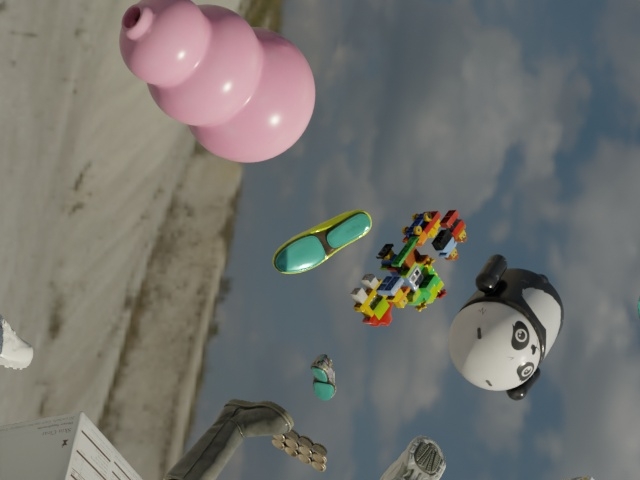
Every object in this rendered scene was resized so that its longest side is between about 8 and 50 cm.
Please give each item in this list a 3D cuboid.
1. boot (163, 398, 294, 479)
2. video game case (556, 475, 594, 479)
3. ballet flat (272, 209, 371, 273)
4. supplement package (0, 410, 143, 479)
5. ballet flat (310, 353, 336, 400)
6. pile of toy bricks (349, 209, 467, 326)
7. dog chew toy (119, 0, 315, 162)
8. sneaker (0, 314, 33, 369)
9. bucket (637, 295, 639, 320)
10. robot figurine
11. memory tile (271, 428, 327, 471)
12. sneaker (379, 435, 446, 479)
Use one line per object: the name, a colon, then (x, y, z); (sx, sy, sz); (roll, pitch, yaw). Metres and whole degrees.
boot: (-0.171, 0.388, 2.102); (0.190, 0.208, 0.076); (-6, -61, 43)
video game case: (0.358, 0.508, 1.956); (0.206, 0.026, 0.227); (-20, -154, 39)
ballet flat: (0.000, 0.000, 2.376); (0.077, 0.231, 0.077); (66, -9, -20)
supplement package: (-0.430, 0.385, 1.675); (0.145, 0.262, 0.204); (-86, 157, -43)
ballet flat: (0.008, 0.214, 1.799); (0.114, 0.041, 0.041); (82, 5, -56)
pile of toy bricks: (0.152, 0.052, 1.711); (0.118, 0.105, 0.212); (-1, -139, 48)
dog chew toy: (-0.157, -0.247, 1.646); (0.207, 0.332, 0.206); (-17, -119, 32)
sneaker: (-0.562, 0.149, 1.899); (0.235, 0.090, 0.094); (33, 76, -55)
bucket: (0.622, 0.097, 1.674); (0.183, 0.281, 0.281); (-41, 172, -23)
robot figurine: (0.340, 0.154, 2.039); (0.173, 0.209, 0.278); (-56, 170, 34)
memory tile: (-0.049, 0.475, 2.617); (0.012, 0.148, 0.113); (-51, 158, -35)
sneaker: (0.126, 0.433, 1.887); (0.232, 0.090, 0.115); (-42, 174, -46)
